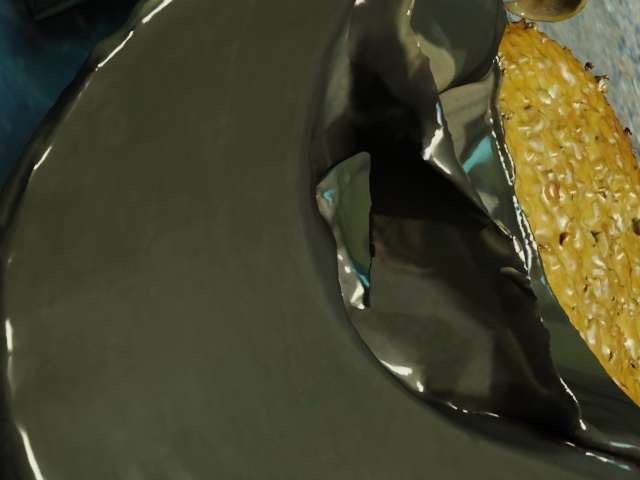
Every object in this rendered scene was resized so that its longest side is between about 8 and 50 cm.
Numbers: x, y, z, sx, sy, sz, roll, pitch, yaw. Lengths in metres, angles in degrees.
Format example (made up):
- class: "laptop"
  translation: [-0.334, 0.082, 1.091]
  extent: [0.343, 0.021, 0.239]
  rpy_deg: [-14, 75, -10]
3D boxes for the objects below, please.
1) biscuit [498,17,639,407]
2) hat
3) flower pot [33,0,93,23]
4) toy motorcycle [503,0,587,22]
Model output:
- class: "biscuit"
  translation: [0.146, -0.007, 1.086]
  extent: [0.254, 0.035, 0.254]
  rpy_deg: [33, 48, -46]
- class: "hat"
  translation: [0.000, 0.000, 0.747]
  extent: [0.382, 0.257, 0.366]
  rpy_deg: [-20, 101, -32]
- class: "flower pot"
  translation: [-0.059, -0.179, 0.791]
  extent: [0.108, 0.103, 0.229]
  rpy_deg: [64, 33, -11]
- class: "toy motorcycle"
  translation: [0.087, -0.172, 1.030]
  extent: [0.229, 0.094, 0.129]
  rpy_deg: [-24, 98, -51]
